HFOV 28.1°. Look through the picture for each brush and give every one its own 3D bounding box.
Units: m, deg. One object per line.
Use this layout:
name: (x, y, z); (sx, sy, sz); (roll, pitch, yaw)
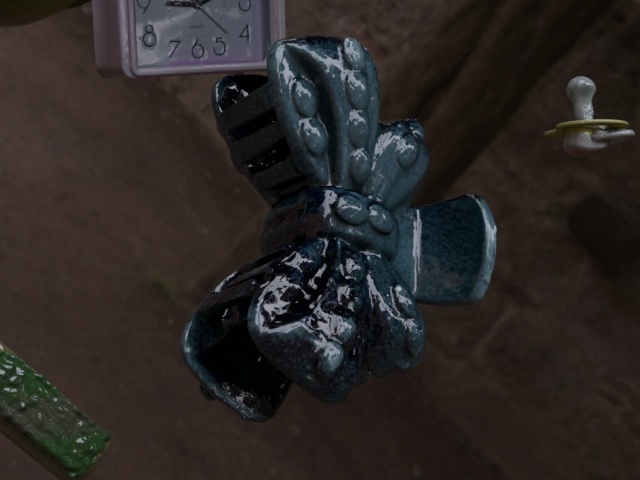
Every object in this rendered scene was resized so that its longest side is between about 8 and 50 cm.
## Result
brush: (-0.267, 0.085, 0.958); (0.282, 0.054, 0.048); (45, -25, -20)

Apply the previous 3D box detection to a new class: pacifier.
pacifier: (0.219, -0.102, 1.039); (0.083, 0.068, 0.064); (134, -48, -83)

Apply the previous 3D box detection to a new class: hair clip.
hair clip: (0.005, -0.001, 1.036); (0.206, 0.194, 0.310); (21, 63, -32)

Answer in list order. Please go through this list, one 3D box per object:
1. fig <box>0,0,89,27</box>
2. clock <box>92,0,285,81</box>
fig: (-0.221, -0.312, 0.906); (0.343, 0.343, 0.343); (41, 10, -9)
clock: (-0.133, -0.241, 1.315); (0.197, 0.150, 0.063); (-8, 12, -34)
